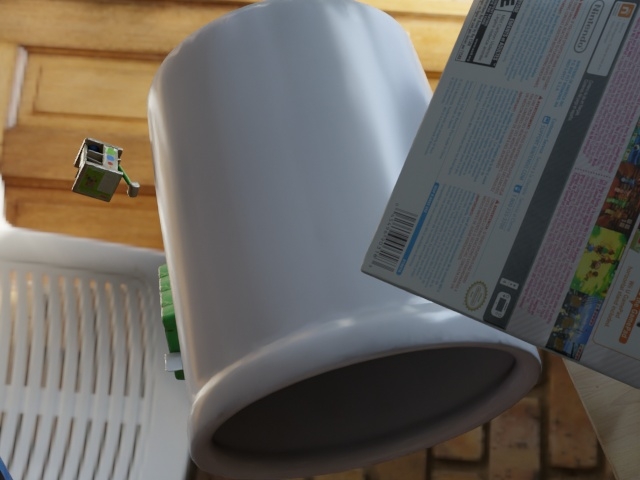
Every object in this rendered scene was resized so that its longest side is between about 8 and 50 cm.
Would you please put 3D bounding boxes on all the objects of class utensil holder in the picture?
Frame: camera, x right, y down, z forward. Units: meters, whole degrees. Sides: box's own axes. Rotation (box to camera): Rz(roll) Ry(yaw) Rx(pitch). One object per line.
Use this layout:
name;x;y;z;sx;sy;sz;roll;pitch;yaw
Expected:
utensil holder;0.000;0.000;0.943;0.328;0.327;0.386;92;-15;-62

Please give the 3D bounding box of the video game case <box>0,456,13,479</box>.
video game case;-0.135;0.239;0.484;0.204;0.025;0.285;-129;-160;-61

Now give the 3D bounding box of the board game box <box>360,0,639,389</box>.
board game box;0.199;-0.028;0.568;0.097;0.303;0.224;23;90;-48

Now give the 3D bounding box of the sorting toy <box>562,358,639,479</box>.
sorting toy;0.483;0.217;1.232;0.089;0.257;0.256;62;10;-50

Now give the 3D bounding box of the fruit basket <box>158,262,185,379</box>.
fruit basket;-0.067;0.102;1.444;0.327;0.352;0.166;-118;-156;-65

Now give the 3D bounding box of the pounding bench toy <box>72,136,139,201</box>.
pounding bench toy;-0.283;-0.093;1.265;0.052;0.083;0.065;-56;-151;34
